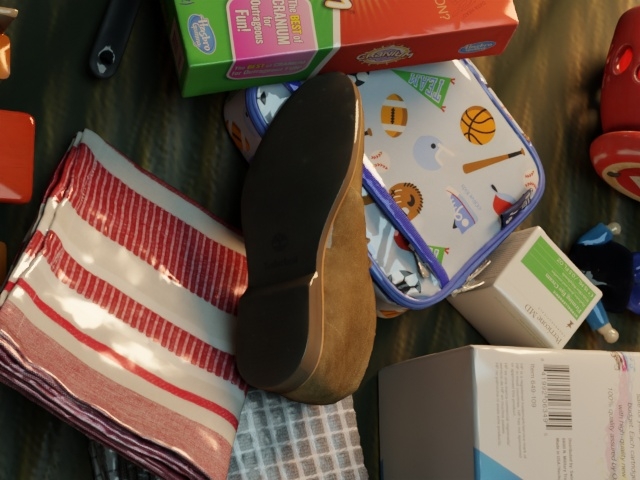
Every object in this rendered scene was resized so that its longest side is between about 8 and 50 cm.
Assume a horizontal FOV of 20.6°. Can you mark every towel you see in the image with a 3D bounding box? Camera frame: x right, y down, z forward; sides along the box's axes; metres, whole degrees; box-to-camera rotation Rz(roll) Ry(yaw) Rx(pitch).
[{"bbox_3d":[-0.153,0.053,1.528,0.237,0.037,0.329,34,34,-15],"label":"towel"},{"bbox_3d":[-0.065,0.259,1.582,0.235,0.121,0.284,-8,84,-27],"label":"towel"}]

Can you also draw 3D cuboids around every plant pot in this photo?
[{"bbox_3d":[0.378,-0.132,1.828,0.191,0.191,0.174,25,74,-19],"label":"plant pot"}]

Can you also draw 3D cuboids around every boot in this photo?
[{"bbox_3d":[0.000,0.000,1.589,0.115,0.112,0.305,28,64,-48],"label":"boot"}]

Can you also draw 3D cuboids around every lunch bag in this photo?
[{"bbox_3d":[0.063,-0.080,1.712,0.243,0.115,0.303,-41,97,-24],"label":"lunch bag"}]

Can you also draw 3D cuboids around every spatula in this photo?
[{"bbox_3d":[-0.164,-0.283,1.686,0.084,0.030,0.296,24,71,-19],"label":"spatula"}]

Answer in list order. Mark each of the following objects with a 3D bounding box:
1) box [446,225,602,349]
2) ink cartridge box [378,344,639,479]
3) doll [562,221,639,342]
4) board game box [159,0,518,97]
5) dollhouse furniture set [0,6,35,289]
[{"bbox_3d":[0.201,0.054,1.756,0.101,0.102,0.087,46,67,-12],"label":"box"},{"bbox_3d":[0.219,0.212,1.681,0.270,0.197,0.198,4,78,-24],"label":"ink cartridge box"},{"bbox_3d":[0.309,0.046,1.840,0.189,0.046,0.129,15,73,-23],"label":"doll"},{"bbox_3d":[0.001,-0.274,1.650,0.316,0.064,0.242,-10,71,-15],"label":"board game box"},{"bbox_3d":[-0.369,-0.081,1.493,0.259,0.135,0.262,4,79,-25],"label":"dollhouse furniture set"}]
